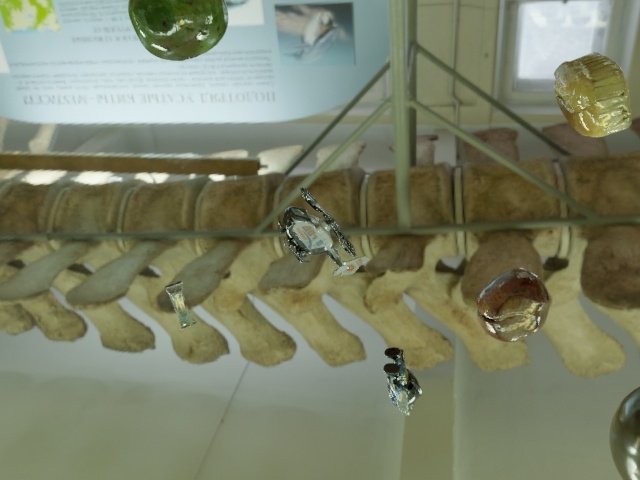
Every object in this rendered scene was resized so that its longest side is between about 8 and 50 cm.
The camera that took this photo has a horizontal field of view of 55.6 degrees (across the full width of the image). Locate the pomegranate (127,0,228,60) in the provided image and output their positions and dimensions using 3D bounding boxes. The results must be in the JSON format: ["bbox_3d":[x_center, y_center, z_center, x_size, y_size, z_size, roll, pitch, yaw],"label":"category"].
[{"bbox_3d":[-0.270,-0.447,1.117,0.187,0.225,0.187,-18,-172,3],"label":"pomegranate"}]

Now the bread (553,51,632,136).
[{"bbox_3d":[0.533,-0.290,1.208,0.106,0.140,0.236,-16,-157,17],"label":"bread"}]

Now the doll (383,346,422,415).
[{"bbox_3d":[0.168,0.292,1.229,0.070,0.195,0.096,-2,-132,22],"label":"doll"}]

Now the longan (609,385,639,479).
[{"bbox_3d":[0.666,0.390,1.120,0.258,0.258,0.258,-4,-150,2],"label":"longan"}]

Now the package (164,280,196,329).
[{"bbox_3d":[-0.292,0.137,1.271,0.037,0.110,0.015,-19,-153,-11],"label":"package"}]

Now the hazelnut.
[{"bbox_3d":[0.389,0.130,1.235,0.143,0.154,0.143,23,-158,-10],"label":"hazelnut"}]

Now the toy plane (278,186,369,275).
[{"bbox_3d":[0.000,0.001,0.933,0.078,0.197,0.053,-34,-140,11],"label":"toy plane"}]
